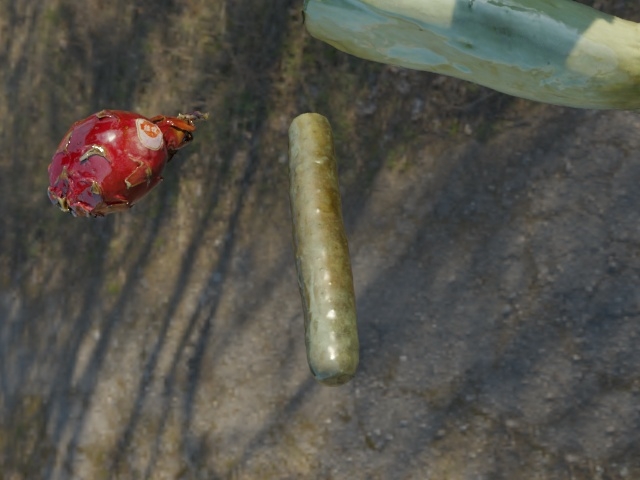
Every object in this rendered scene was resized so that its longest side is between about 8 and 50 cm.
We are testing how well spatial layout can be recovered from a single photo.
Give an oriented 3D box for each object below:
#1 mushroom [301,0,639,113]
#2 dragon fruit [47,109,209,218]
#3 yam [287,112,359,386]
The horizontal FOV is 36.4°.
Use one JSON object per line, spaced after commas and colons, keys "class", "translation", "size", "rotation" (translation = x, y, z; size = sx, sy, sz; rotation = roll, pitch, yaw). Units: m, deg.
{"class": "mushroom", "translation": [0.137, -0.165, 0.791], "size": [0.100, 0.312, 0.081], "rotation": [91, -165, -61]}
{"class": "dragon fruit", "translation": [-0.168, -0.089, 0.892], "size": [0.094, 0.190, 0.094], "rotation": [23, 133, 27]}
{"class": "yam", "translation": [0.000, 0.000, 0.353], "size": [0.021, 0.021, 0.116], "rotation": [-50, 35, 44]}
